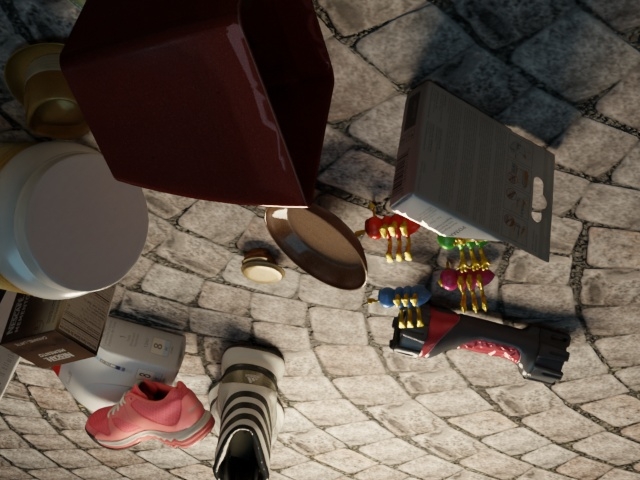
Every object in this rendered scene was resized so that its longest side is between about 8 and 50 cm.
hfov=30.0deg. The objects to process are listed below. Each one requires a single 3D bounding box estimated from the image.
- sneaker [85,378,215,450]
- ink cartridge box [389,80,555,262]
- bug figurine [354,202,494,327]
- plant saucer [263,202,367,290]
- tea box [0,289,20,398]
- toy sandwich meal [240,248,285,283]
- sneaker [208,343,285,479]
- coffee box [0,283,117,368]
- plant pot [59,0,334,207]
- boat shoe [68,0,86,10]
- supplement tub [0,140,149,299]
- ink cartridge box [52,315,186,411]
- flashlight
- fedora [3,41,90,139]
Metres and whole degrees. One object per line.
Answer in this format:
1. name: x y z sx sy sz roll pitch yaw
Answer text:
1. sneaker: -0.353 0.330 2.378 0.314 0.116 0.136 -8 117 33
2. ink cartridge box: 0.208 -0.082 1.606 0.232 0.189 0.066 28 145 -27
3. bug figurine: 0.172 0.035 1.916 0.216 0.072 0.279 -2 142 8
4. plant saucer: 0.000 0.000 1.892 0.199 0.036 0.198 31 153 18
5. tea box: -0.724 0.202 2.177 0.324 0.329 0.220 27 145 -14
6. toy sandwich meal: -0.100 0.046 2.057 0.086 0.029 0.085 5 151 3
7. sneaker: -0.172 0.417 2.449 0.169 0.257 0.447 10 149 1
8. coffee box: -0.422 0.077 1.992 0.141 0.246 0.098 -16 140 36
9. plant pot: -0.142 -0.203 1.378 0.236 0.267 0.267 -7 131 15
10. boat shoe: -0.220 -0.278 1.512 0.302 0.094 0.109 28 144 -26
11. supplement tub: -0.416 -0.033 1.755 0.228 0.228 0.316 37 161 -36
12. ink cartridge box: -0.489 0.246 2.432 0.385 0.091 0.308 15 148 -9
13. flashlight: 0.278 0.185 2.094 0.304 0.103 0.103 16 147 -7
14. fedora: -0.366 -0.198 1.697 0.194 0.079 0.194 8 149 5
